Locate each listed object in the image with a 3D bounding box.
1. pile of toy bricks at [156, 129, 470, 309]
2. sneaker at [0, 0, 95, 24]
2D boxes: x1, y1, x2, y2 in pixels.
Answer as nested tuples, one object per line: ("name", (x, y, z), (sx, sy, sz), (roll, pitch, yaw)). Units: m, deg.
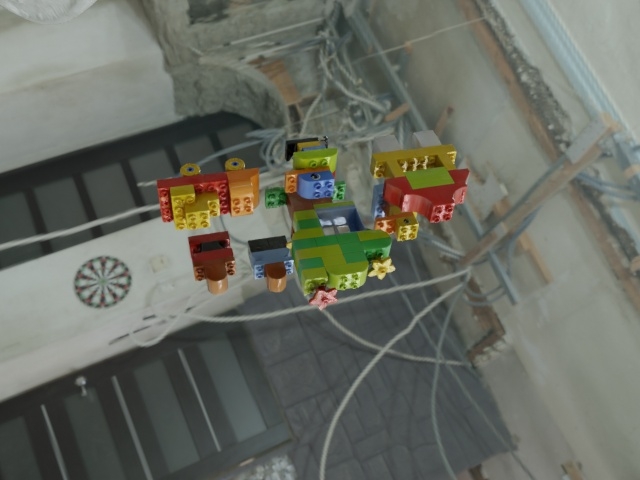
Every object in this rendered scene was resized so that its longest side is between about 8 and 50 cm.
("pile of toy bricks", (0.000, 0.000, 0.474), (0.118, 0.212, 0.105), (94, -17, -45))
("sneaker", (-0.121, -0.272, 0.373), (0.130, 0.236, 0.322), (33, -17, -25))
